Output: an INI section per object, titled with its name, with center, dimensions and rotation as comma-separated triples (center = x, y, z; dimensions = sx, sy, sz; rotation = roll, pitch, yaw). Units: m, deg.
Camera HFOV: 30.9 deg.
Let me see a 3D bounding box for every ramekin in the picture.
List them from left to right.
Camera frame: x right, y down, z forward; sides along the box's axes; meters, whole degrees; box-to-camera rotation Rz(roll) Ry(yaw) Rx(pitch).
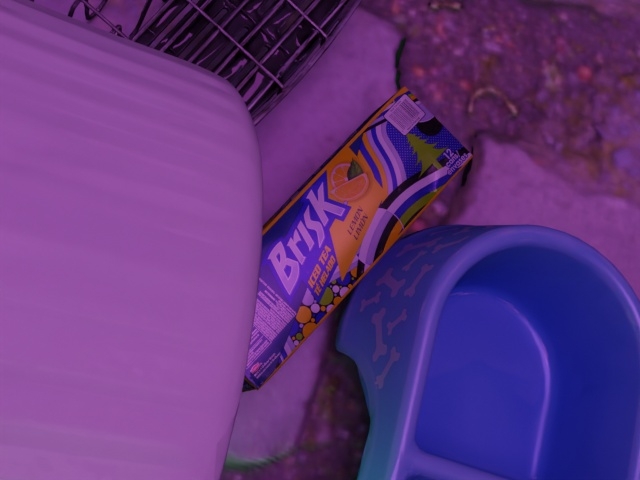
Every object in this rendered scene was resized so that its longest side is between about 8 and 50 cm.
[ramekin]
center = -0.124, 0.039, 0.454
dimensions = 0.135, 0.277, 0.277
rotation = 14, 77, -19

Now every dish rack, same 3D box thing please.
[dish rack]
center = -0.112, -0.174, 0.598
dimensions = 0.271, 0.074, 0.208
rotation = 41, 74, -6

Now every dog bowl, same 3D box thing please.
[dog bowl]
center = 0.081, 0.125, 0.572
dimensions = 0.165, 0.074, 0.297
rotation = 20, 70, -17

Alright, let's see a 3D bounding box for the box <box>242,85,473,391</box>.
[box]
center = 0.000, 0.000, 0.598
dimensions = 0.054, 0.059, 0.169
rotation = 45, 73, -4
